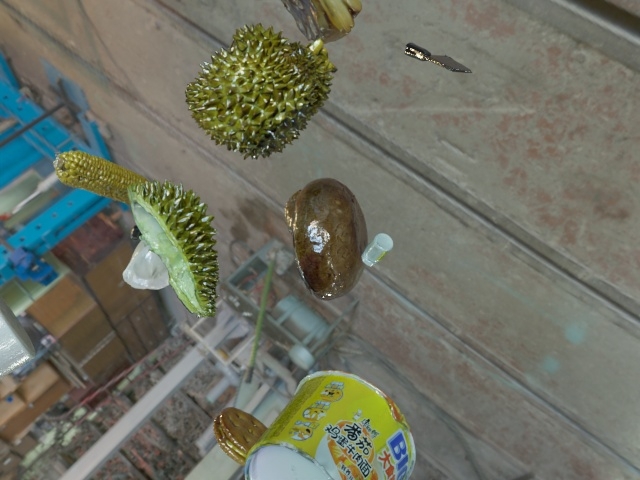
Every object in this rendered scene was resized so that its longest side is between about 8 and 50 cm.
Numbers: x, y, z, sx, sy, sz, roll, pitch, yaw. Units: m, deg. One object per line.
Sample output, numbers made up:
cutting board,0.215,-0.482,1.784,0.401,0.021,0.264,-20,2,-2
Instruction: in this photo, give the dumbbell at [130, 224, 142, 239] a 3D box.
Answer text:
dumbbell,-0.480,-0.014,1.646,0.083,0.040,0.036,17,126,-27

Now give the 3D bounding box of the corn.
corn,-0.556,-0.160,1.609,0.102,0.102,0.313,20,-179,42

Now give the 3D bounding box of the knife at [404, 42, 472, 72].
knife,0.253,-0.383,1.264,0.230,0.060,0.028,-127,33,-55

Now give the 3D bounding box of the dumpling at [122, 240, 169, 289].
dumpling,-0.509,0.056,1.873,0.151,0.229,0.124,27,162,-4

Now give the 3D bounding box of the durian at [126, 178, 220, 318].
durian,-0.347,0.009,1.393,0.394,0.198,0.163,60,-160,8

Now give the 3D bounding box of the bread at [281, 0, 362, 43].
bread,-0.023,-0.683,1.469,0.370,0.191,0.314,54,179,-21

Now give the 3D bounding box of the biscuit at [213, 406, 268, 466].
biscuit,-0.222,0.588,1.789,0.220,0.066,0.220,37,-171,-7

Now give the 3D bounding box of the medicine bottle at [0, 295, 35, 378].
medicine bottle,-0.690,0.222,1.034,0.190,0.332,0.190,40,151,27

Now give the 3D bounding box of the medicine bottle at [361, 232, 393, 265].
medicine bottle,0.130,0.022,1.380,0.047,0.047,0.083,42,142,6

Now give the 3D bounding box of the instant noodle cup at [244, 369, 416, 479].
instant noodle cup,0.003,0.290,0.785,0.205,0.153,0.205,12,113,31

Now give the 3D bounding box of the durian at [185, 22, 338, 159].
durian,-0.115,-0.287,1.180,0.258,0.293,0.258,30,141,28

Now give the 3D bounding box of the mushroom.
mushroom,0.024,-0.002,1.607,0.239,0.345,0.345,-27,109,29
